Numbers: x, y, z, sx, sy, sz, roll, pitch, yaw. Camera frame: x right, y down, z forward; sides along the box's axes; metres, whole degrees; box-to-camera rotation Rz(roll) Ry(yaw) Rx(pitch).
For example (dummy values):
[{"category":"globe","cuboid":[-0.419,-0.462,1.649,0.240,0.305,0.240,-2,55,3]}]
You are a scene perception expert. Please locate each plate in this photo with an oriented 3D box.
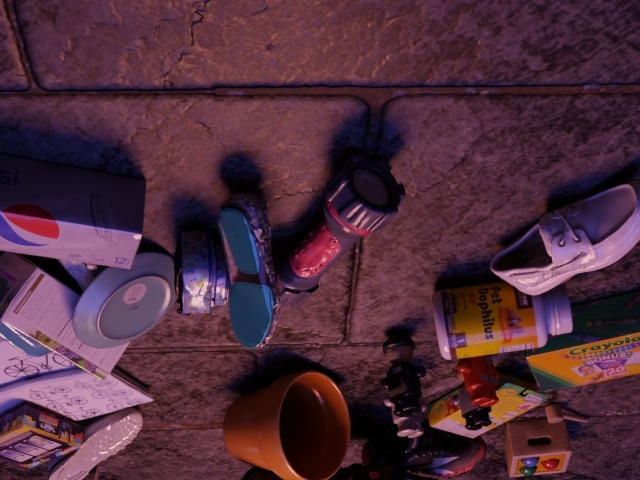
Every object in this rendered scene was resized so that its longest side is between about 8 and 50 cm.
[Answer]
[{"category":"plate","cuboid":[-0.288,0.098,1.377,0.188,0.024,0.188,-29,144,-24]}]

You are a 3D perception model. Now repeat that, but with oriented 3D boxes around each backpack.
[{"category":"backpack","cuboid":[-0.174,0.042,1.329,0.084,0.105,0.114,-4,142,-9]}]

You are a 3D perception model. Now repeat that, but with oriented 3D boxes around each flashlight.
[{"category":"flashlight","cuboid":[0.000,0.000,1.289,0.103,0.103,0.304,35,135,-10]}]

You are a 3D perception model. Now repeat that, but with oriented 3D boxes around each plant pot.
[{"category":"plant pot","cuboid":[-0.078,0.358,1.727,0.187,0.205,0.205,-12,148,40]}]

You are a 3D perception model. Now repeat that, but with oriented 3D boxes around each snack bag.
[{"category":"snack bag","cuboid":[-0.531,0.260,1.665,0.323,0.037,0.342,-16,143,17]}]

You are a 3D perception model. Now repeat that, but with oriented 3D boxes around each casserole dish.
[{"category":"casserole dish","cuboid":[-0.476,0.132,1.463,0.114,0.037,0.188,-23,135,14]}]

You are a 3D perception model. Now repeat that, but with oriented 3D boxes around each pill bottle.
[{"category":"pill bottle","cuboid":[0.296,0.125,1.476,0.214,0.117,0.117,-9,145,8]}]

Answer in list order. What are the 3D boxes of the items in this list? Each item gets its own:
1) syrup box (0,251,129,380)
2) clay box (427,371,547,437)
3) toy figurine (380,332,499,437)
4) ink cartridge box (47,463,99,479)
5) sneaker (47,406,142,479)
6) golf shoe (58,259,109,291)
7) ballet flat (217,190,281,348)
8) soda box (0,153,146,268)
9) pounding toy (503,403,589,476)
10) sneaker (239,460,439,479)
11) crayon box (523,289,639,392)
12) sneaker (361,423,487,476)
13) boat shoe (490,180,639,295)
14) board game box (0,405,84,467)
[{"category":"syrup box","cuboid":[-0.406,0.117,1.391,0.093,0.096,0.237,23,165,39]},{"category":"clay box","cuboid":[0.338,0.328,1.826,0.127,0.053,0.222,21,137,-31]},{"category":"toy figurine","cuboid":[0.216,0.257,1.645,0.212,0.148,0.210,-9,151,3]},{"category":"ink cartridge box","cuboid":[-0.530,0.521,1.925,0.097,0.046,0.207,3,-177,-9]},{"category":"sneaker","cuboid":[-0.465,0.397,1.832,0.235,0.095,0.090,-35,133,8]},{"category":"golf shoe","cuboid":[-0.355,0.027,1.344,0.086,0.069,0.176,23,147,9]},{"category":"ballet flat","cuboid":[-0.090,0.039,1.279,0.091,0.077,0.241,10,120,23]},{"category":"soda box","cuboid":[-0.381,-0.043,1.193,0.286,0.098,0.091,10,143,-18]},{"category":"pounding toy","cuboid":[0.502,0.439,1.963,0.181,0.094,0.206,-6,145,4]},{"category":"sneaker","cuboid":[0.048,0.507,1.814,0.482,0.185,0.202,9,142,-33]},{"category":"crayon box","cuboid":[0.507,0.177,1.601,0.278,0.081,0.165,-15,144,16]},{"category":"sneaker","cuboid":[0.228,0.449,1.948,0.275,0.098,0.135,-1,147,-1]},{"category":"boat shoe","cuboid":[0.360,-0.003,1.317,0.096,0.098,0.277,17,141,-28]},{"category":"board game box","cuboid":[-0.576,0.389,1.775,0.170,0.048,0.141,-26,137,30]}]
